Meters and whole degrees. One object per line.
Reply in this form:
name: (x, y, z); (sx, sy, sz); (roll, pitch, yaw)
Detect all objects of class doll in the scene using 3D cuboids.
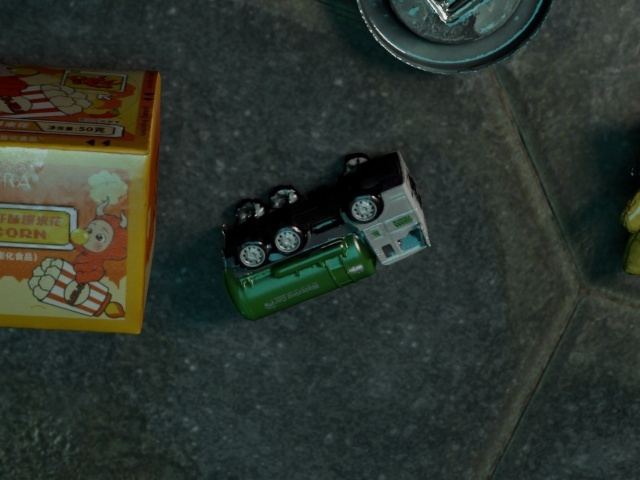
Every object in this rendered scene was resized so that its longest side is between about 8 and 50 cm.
doll: (0.382, -0.057, 1.750); (0.137, 0.097, 0.209); (-4, 130, -26)

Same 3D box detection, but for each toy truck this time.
toy truck: (0.000, 0.000, 1.745); (0.243, 0.101, 0.125); (-23, 119, 10)

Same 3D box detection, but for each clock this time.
clock: (0.140, -0.281, 1.653); (0.215, 0.042, 0.214); (-1, 115, -2)

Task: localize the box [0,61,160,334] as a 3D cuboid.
box: (-0.309, -0.057, 1.613); (0.284, 0.259, 0.213); (2, 112, -4)
